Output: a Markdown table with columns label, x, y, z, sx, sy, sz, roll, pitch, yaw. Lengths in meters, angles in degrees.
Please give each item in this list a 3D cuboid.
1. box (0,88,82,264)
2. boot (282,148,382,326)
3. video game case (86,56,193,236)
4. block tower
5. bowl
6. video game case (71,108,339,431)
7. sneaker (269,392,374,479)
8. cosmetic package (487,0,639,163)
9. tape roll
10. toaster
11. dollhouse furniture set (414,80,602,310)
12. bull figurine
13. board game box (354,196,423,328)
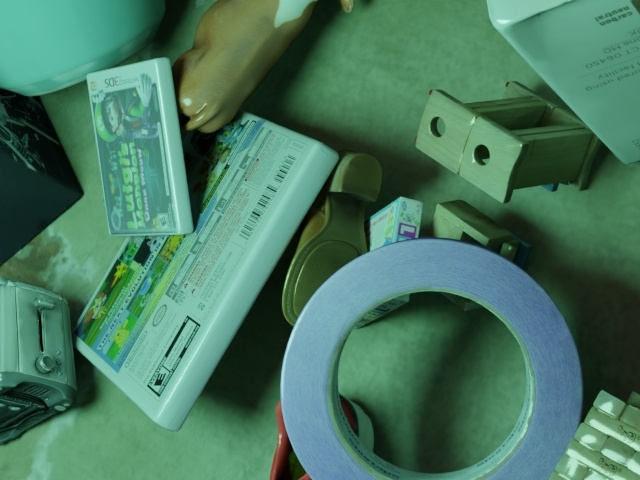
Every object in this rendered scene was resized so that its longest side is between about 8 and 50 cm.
| label | x | y | z | sx | sy | sz | roll | pitch | yaw |
| --- | --- | --- | --- | --- | --- | --- | --- | --- | --- |
| box | -0.497 | -0.174 | 1.954 | 0.179 | 0.312 | 0.343 | -38 | 57 | 14 |
| boot | 0.000 | 0.000 | 1.693 | 0.197 | 0.073 | 0.152 | -65 | 15 | -8 |
| video game case | -0.202 | -0.099 | 1.796 | 0.173 | 0.022 | 0.190 | -1 | 98 | 57 |
| block tower | 0.226 | 0.293 | 1.452 | 0.091 | 0.097 | 0.335 | 28 | 87 | 36 |
| bowl | -0.309 | -0.281 | 1.926 | 0.312 | 0.163 | 0.311 | -20 | 20 | 8 |
| video game case | -0.135 | 0.014 | 1.755 | 0.329 | 0.036 | 0.300 | -60 | 29 | -1 |
| sneaker | -0.018 | 0.277 | 1.595 | 0.107 | 0.118 | 0.279 | -13 | 65 | 28 |
| cosmetic package | 0.334 | -0.342 | 1.492 | 0.329 | 0.327 | 0.393 | -21 | 61 | 24 |
| tape roll | 0.103 | 0.134 | 1.511 | 0.275 | 0.090 | 0.274 | 0 | 92 | 5 |
| toaster | -0.374 | 0.140 | 1.861 | 0.227 | 0.129 | 0.146 | -31 | 52 | 41 |
| dollhouse furniture set | 0.169 | -0.049 | 1.628 | 0.129 | 0.129 | 0.183 | 37 | 123 | 37 |
| bull figurine | -0.081 | -0.242 | 1.823 | 0.310 | 0.101 | 0.188 | -49 | 29 | -20 |
| board game box | 0.058 | 0.025 | 1.646 | 0.154 | 0.026 | 0.103 | 145 | 136 | -68 |
